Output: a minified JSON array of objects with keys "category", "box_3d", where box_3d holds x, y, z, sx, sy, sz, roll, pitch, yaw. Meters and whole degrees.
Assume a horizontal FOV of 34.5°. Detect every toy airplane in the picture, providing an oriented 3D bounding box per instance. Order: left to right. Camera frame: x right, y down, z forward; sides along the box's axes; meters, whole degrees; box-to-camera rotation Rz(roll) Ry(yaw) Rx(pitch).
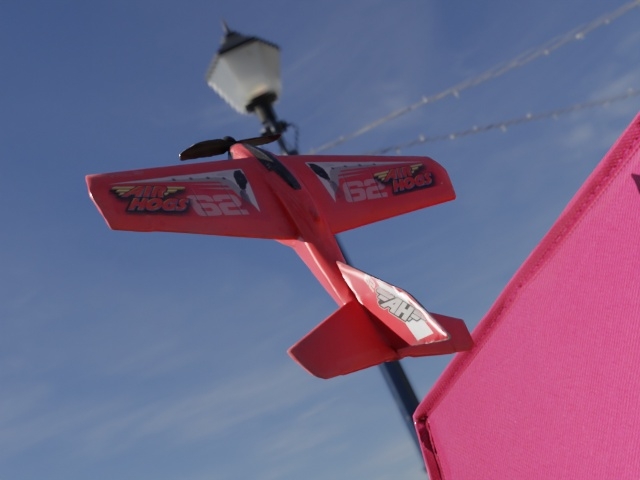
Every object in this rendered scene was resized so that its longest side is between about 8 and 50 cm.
[{"category":"toy airplane","box_3d":[0.000,0.000,0.362,0.151,0.151,0.028,-11,-53,-37]}]

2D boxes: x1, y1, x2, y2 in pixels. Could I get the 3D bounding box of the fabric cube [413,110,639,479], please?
[{"category":"fabric cube","box_3d":[0.228,0.121,0.437,0.258,0.259,0.254,6,-41,-22]}]
